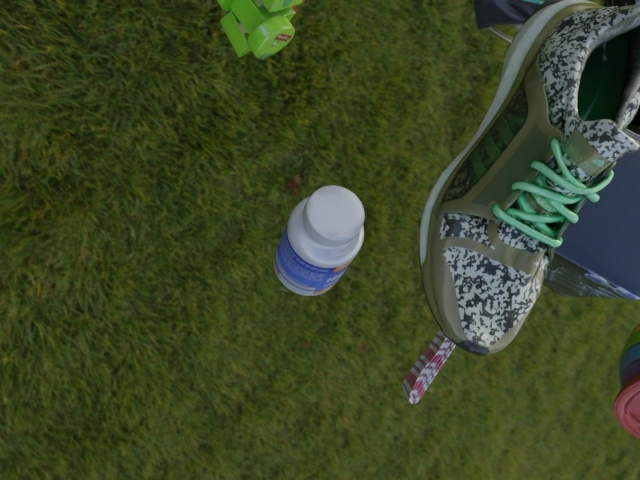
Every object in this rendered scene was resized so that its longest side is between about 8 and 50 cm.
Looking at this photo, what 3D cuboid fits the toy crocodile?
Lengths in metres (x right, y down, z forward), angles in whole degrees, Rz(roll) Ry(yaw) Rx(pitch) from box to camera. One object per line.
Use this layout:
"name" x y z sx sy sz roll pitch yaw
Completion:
"toy crocodile" -0.050 -0.353 0.976 0.105 0.340 0.115 -31 83 -35

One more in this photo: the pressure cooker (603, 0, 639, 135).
"pressure cooker" 0.789 -0.386 1.438 0.369 0.421 0.375 -69 146 -51

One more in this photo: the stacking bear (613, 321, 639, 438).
"stacking bear" 0.601 0.189 1.253 0.175 0.164 0.289 44 47 -13

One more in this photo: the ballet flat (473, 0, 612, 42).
"ballet flat" 0.288 -0.273 0.933 0.074 0.203 0.074 -41 142 -43

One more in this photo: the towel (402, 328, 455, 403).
"towel" 0.195 0.178 1.234 0.197 0.029 0.144 -56 176 -2

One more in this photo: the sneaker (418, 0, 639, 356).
"sneaker" 0.229 -0.075 0.743 0.158 0.182 0.410 21 88 -13

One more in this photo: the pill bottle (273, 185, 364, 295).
"pill bottle" 0.000 0.000 1.469 0.152 0.152 0.272 -29 167 -23

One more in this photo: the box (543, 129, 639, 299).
"box" 0.376 -0.064 1.210 0.211 0.294 0.395 -60 175 -2
